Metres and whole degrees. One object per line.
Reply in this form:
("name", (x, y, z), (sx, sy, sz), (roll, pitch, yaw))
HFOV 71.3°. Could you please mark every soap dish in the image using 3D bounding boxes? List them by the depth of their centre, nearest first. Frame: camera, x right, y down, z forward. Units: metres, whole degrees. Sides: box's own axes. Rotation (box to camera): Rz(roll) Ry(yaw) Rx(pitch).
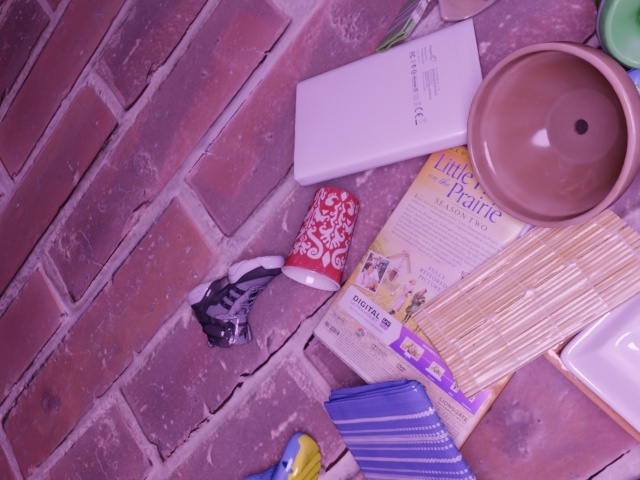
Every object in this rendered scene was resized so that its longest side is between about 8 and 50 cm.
("soap dish", (0.494, 0.132, 0.600), (0.229, 0.118, 0.291), (44, 106, 22))

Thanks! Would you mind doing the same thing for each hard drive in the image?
("hard drive", (0.115, -0.246, 0.821), (0.352, 0.047, 0.233), (-11, 65, 25))

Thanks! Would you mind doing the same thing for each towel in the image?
("towel", (0.156, 0.376, 0.708), (0.243, 0.040, 0.336), (-33, 87, 50))
("towel", (0.166, -0.410, 0.798), (0.023, 0.113, 0.152), (34, 86, -17))

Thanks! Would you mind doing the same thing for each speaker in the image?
("speaker", (0.419, -0.315, 0.565), (0.131, 0.297, 0.131), (16, 131, 19))

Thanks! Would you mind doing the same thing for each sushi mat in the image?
("sushi mat", (0.294, 0.078, 0.633), (0.316, 0.019, 0.152), (-39, 53, 14))

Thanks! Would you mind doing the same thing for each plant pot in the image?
("plant pot", (0.326, -0.145, 0.608), (0.237, 0.109, 0.238), (40, 139, 45))

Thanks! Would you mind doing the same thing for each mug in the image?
("mug", (-0.005, -0.004, 0.849), (0.150, 0.113, 0.170), (-2, 63, 49))

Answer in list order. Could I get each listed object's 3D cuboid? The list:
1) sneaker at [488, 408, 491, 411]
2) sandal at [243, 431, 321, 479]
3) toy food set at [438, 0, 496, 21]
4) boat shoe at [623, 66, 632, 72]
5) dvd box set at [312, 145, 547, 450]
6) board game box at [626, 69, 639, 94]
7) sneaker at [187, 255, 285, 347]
("sneaker", (0.183, 0.281, 0.774), (0.209, 0.069, 0.082), (-18, 80, 25))
("sandal", (-0.106, 0.512, 0.879), (0.138, 0.126, 0.318), (28, 98, 29))
("toy food set", (0.285, -0.529, 0.691), (0.306, 0.092, 0.220), (-19, 75, 62))
("boat shoe", (0.544, -0.126, 0.584), (0.355, 0.130, 0.132), (40, 104, 23))
("dvd box set", (0.214, 0.076, 0.735), (0.307, 0.062, 0.421), (35, 95, 29))
("board game box", (0.494, -0.174, 0.521), (0.211, 0.039, 0.160), (-24, 73, 29))
("sneaker", (-0.162, 0.136, 0.942), (0.268, 0.101, 0.153), (-27, 76, 29))
